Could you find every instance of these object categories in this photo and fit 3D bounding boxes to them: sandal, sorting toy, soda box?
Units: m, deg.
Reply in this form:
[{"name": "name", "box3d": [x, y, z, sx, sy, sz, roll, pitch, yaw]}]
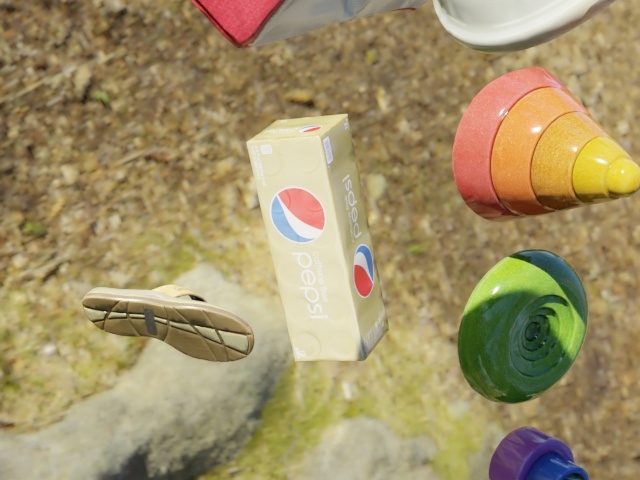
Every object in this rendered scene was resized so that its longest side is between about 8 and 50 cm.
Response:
[{"name": "sandal", "box3d": [-0.151, 0.073, 1.394, 0.049, 0.180, 0.072, -67, 165, -47]}, {"name": "sorting toy", "box3d": [0.188, 0.059, 1.031, 0.127, 0.126, 0.365, -17, 114, -31]}, {"name": "soda box", "box3d": [0.000, 0.000, 1.042, 0.058, 0.061, 0.181, -44, 127, -59]}]

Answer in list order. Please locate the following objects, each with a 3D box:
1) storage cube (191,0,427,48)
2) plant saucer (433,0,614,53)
[{"name": "storage cube", "box3d": [0.002, -0.207, 0.508, 0.193, 0.215, 0.184, 48, 26, 7]}, {"name": "plant saucer", "box3d": [0.200, -0.348, 1.124, 0.101, 0.400, 0.400, 31, 49, -25]}]
